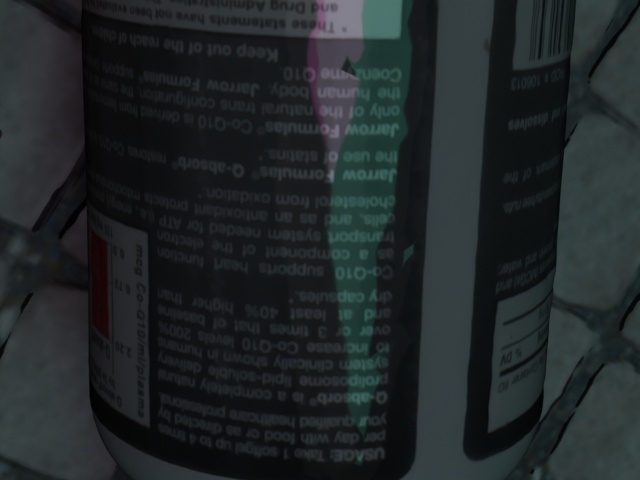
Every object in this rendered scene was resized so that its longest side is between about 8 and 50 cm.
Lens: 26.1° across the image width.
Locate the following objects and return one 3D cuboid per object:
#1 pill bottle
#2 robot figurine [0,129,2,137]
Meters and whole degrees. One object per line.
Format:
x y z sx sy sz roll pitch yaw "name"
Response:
0.000 0.000 0.471 0.162 0.162 0.278 -4 107 -21 "pill bottle"
-0.183 -0.097 0.386 0.219 0.128 0.158 61 36 -25 "robot figurine"
